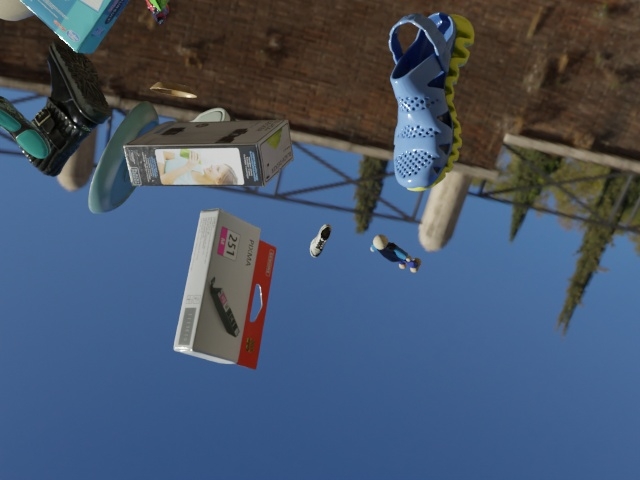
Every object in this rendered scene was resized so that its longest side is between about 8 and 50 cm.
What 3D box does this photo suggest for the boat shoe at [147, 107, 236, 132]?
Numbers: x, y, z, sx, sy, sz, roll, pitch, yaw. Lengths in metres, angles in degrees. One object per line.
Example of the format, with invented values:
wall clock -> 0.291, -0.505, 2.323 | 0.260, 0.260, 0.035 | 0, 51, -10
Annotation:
boat shoe -> -0.314, -0.227, 1.755 | 0.302, 0.091, 0.114 | -4, -124, 36

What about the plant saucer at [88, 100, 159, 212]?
plant saucer -> -0.490, -0.203, 1.895 | 0.043, 0.318, 0.318 | 27, -153, -1

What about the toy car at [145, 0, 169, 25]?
toy car -> -0.446, -0.665, 1.970 | 0.053, 0.239, 0.225 | -33, -140, -7

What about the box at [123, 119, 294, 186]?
box -> -0.216, -0.174, 1.468 | 0.289, 0.087, 0.169 | 3, -155, 20

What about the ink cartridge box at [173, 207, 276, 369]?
ink cartridge box -> -0.162, 0.105, 1.460 | 0.060, 0.275, 0.238 | -4, 160, 37

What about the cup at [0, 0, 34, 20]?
cup -> -0.847, -0.753, 2.045 | 0.331, 0.237, 0.331 | 35, -151, -23

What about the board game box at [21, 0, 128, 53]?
board game box -> -0.552, -0.653, 1.738 | 0.253, 0.336, 0.079 | 43, -163, 1

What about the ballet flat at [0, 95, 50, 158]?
ballet flat -> -0.705, -0.271, 1.746 | 0.070, 0.188, 0.070 | -12, -127, 17

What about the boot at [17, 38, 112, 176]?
boot -> -0.737, -0.373, 2.058 | 0.131, 0.260, 0.348 | 25, -150, -51

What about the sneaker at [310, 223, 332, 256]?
sneaker -> 0.000, 0.000, 1.704 | 0.031, 0.083, 0.037 | 24, -177, -4

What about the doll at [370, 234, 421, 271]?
doll -> 0.186, 0.031, 1.905 | 0.129, 0.046, 0.189 | 17, 171, 35

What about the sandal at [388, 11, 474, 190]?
sandal -> 0.159, -0.239, 1.216 | 0.126, 0.318, 0.138 | -4, 166, 43

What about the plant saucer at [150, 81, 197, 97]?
plant saucer -> -0.261, -0.270, 1.324 | 0.083, 0.015, 0.083 | 9, -177, 0
